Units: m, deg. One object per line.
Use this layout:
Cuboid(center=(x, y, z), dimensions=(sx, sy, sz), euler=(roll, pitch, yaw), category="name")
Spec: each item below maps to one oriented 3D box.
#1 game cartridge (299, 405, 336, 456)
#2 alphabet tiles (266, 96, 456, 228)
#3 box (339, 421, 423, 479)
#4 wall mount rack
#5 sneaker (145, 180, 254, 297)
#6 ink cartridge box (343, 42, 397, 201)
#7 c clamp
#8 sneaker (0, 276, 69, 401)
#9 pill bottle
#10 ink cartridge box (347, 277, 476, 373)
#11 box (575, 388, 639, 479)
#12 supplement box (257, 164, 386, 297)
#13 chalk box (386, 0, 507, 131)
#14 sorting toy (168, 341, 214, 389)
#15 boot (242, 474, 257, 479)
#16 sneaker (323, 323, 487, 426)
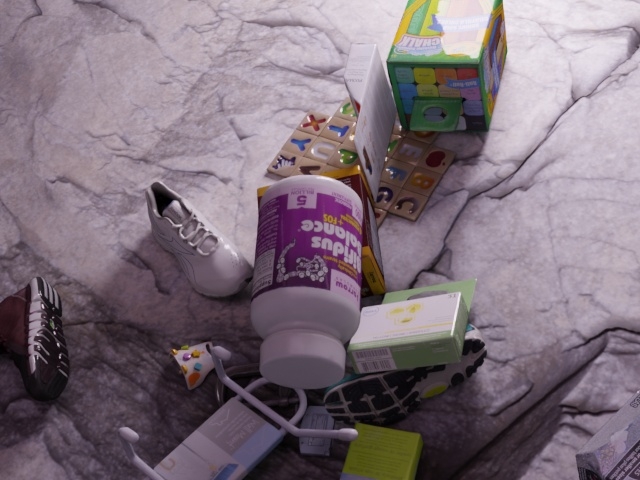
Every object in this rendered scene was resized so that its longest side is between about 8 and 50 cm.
Cuboid(center=(-0.005, 0.306, 1.521), dimensions=(0.056, 0.017, 0.083), euler=(2, 55, 15), category="game cartridge")
Cuboid(center=(0.075, -0.152, 1.836), dimensions=(0.342, 0.011, 0.285), euler=(21, 63, 29), category="alphabet tiles")
Cuboid(center=(0.083, 0.370, 1.427), dimensions=(0.109, 0.042, 0.178), euler=(5, 57, 22), category="box")
Cuboid(center=(-0.124, 0.314, 1.413), dimensions=(0.304, 0.130, 0.350), euler=(29, 54, 31), category="wall mount rack")
Cuboid(center=(-0.239, -0.001, 1.751), dimensions=(0.111, 0.129, 0.297), euler=(-42, 55, -17), category="sneaker")
Cuboid(center=(0.081, -0.218, 1.755), dimensions=(0.066, 0.189, 0.232), euler=(5, 57, 22), category="ink cartridge box")
Cuboid(center=(-0.106, 0.257, 1.581), dimensions=(0.161, 0.022, 0.137), euler=(-4, 50, 16), category="c clamp")
Cuboid(center=(-0.555, 0.204, 1.730), dimensions=(0.162, 0.106, 0.281), euler=(-25, 41, 6), category="sneaker")
Cuboid(center=(-0.020, 0.065, 1.448), dimensions=(0.169, 0.169, 0.301), euler=(-6, 58, 14), category="pill bottle")
Cuboid(center=(0.151, 0.116, 1.511), dimensions=(0.171, 0.056, 0.235), euler=(-11, 28, 22), category="ink cartridge box")
Cuboid(center=(0.486, 0.281, 1.286), dimensions=(0.247, 0.163, 0.142), euler=(-41, 52, -13), category="box")
Cuboid(center=(0.000, 0.000, 1.665), dimensions=(0.191, 0.129, 0.194), euler=(-12, 55, 10), category="supplement box")
Cuboid(center=(0.239, -0.325, 1.794), dimensions=(0.180, 0.179, 0.289), euler=(4, 53, 20), category="chalk box")
Cuboid(center=(-0.215, 0.206, 1.653), dimensions=(0.075, 0.045, 0.083), euler=(-22, 48, -24), category="sorting toy")
Cuboid(center=(-0.146, 0.451, 1.414), dimensions=(0.161, 0.083, 0.246), euler=(15, 56, 25), category="boot")
Cuboid(center=(0.130, 0.208, 1.515), dimensions=(0.275, 0.107, 0.110), euler=(-24, 33, -7), category="sneaker")
